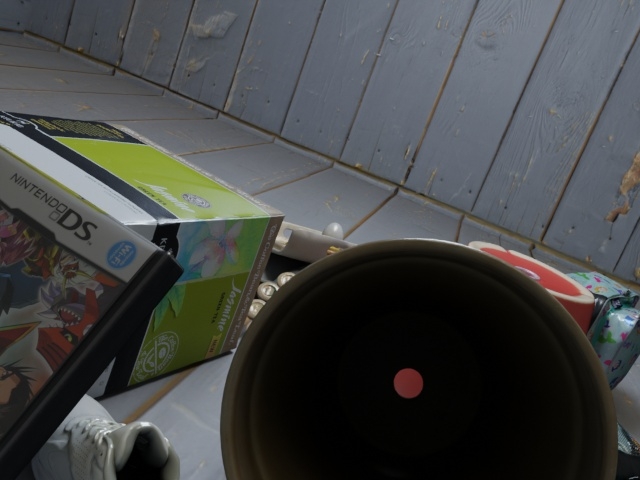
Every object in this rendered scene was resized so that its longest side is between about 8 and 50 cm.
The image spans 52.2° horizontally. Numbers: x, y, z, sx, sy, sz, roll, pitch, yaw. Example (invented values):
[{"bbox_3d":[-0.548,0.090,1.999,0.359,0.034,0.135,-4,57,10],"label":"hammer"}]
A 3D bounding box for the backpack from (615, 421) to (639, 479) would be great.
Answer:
[{"bbox_3d":[0.271,0.251,0.777,0.144,0.166,0.188,22,21,-6],"label":"backpack"}]

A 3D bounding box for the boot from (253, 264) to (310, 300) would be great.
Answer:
[{"bbox_3d":[-0.015,0.102,1.117,0.190,0.076,0.208,31,11,24],"label":"boot"}]

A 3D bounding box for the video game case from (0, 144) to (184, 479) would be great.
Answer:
[{"bbox_3d":[-0.288,0.067,0.534,0.248,0.275,0.035,29,-18,25],"label":"video game case"}]

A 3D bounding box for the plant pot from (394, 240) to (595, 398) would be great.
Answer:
[{"bbox_3d":[0.261,0.149,0.972,0.275,0.243,0.275,19,16,-6],"label":"plant pot"}]

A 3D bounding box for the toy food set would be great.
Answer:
[{"bbox_3d":[0.000,0.000,1.310,0.220,0.092,0.306,16,0,-20],"label":"toy food set"}]

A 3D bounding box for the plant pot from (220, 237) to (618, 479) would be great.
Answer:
[{"bbox_3d":[0.089,0.166,0.667,0.323,0.323,0.280,23,-1,7],"label":"plant pot"}]

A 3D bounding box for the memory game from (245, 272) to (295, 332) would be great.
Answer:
[{"bbox_3d":[-0.022,0.120,0.963,0.186,0.012,0.186,7,46,-7],"label":"memory game"}]

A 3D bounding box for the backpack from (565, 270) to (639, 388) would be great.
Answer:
[{"bbox_3d":[0.505,0.174,1.237,0.191,0.225,0.253,31,21,28],"label":"backpack"}]

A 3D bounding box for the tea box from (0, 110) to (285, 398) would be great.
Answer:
[{"bbox_3d":[-0.283,-0.002,0.810,0.329,0.220,0.323,29,18,26],"label":"tea box"}]

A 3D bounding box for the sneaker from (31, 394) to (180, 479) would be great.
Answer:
[{"bbox_3d":[-0.164,0.183,0.537,0.090,0.115,0.232,6,22,-44],"label":"sneaker"}]
